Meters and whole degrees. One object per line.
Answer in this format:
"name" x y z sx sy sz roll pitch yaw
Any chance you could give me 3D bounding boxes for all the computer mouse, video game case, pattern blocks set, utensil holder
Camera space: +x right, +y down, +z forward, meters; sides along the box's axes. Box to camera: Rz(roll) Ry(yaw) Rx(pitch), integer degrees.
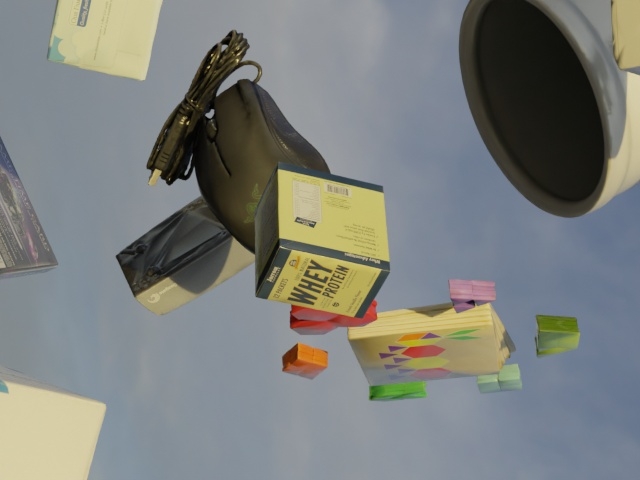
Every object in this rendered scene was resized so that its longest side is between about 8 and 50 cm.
"computer mouse" -0.086 -0.077 1.344 0.272 0.072 0.188 48 -64 38
"video game case" -0.363 -0.052 1.471 0.274 0.026 0.196 -35 100 -89
"pattern blocks set" 0.104 0.098 1.296 0.325 0.285 0.026 87 0 -68
"utensil holder" 0.435 -0.251 1.819 0.327 0.385 0.328 53 -23 33

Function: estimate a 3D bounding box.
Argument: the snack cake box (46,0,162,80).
"snack cake box" -0.191 -0.252 1.244 0.264 0.089 0.152 -117 -141 -70

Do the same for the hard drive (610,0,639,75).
"hard drive" 0.365 -0.243 1.288 0.040 0.307 0.203 -5 -96 39

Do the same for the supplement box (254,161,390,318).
"supplement box" 0.000 0.000 0.959 0.056 0.083 0.083 117 -21 -44

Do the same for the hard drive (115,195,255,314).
"hard drive" -0.118 -0.012 1.621 0.054 0.254 0.172 58 -5 -24

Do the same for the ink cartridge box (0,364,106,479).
"ink cartridge box" -0.468 0.180 1.414 0.395 0.285 0.166 11 -97 42
